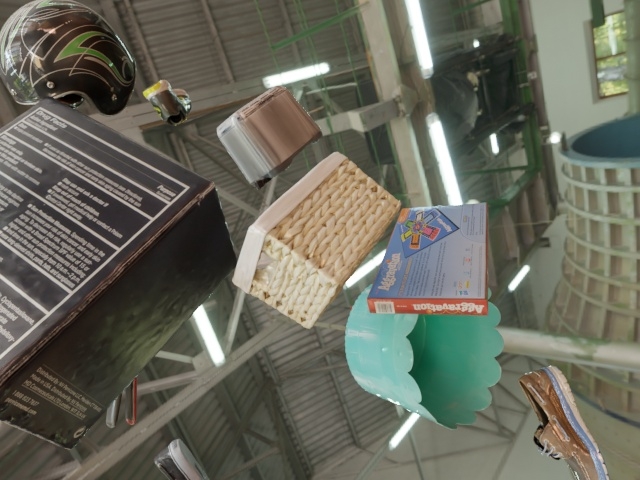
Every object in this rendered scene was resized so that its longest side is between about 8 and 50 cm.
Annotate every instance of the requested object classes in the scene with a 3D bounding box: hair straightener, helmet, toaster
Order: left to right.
[{"bbox_3d":[-0.378,-0.266,0.663,0.161,0.170,0.169,20,-106,-63],"label":"helmet"},{"bbox_3d":[-0.414,0.260,0.907,0.089,0.047,0.230,8,-97,-46],"label":"hair straightener"},{"bbox_3d":[-0.113,-0.219,0.945,0.146,0.129,0.227,53,-126,-15],"label":"toaster"}]

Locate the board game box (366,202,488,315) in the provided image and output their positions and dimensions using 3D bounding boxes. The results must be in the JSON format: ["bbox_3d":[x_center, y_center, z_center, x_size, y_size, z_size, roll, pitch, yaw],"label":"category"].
[{"bbox_3d":[0.170,0.016,0.659,0.281,0.145,0.027,-56,-41,-56],"label":"board game box"}]

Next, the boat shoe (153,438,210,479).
[{"bbox_3d":[-0.288,0.550,0.987,0.076,0.080,0.228,-31,-78,-13],"label":"boat shoe"}]

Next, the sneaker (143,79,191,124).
[{"bbox_3d":[-0.141,-0.124,0.427,0.035,0.031,0.083,64,-174,-6],"label":"sneaker"}]

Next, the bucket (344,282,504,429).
[{"bbox_3d":[0.194,0.191,0.850,0.281,0.183,0.281,1,-92,-38],"label":"bucket"}]

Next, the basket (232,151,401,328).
[{"bbox_3d":[0.000,0.000,0.497,0.103,0.113,0.167,37,-131,8],"label":"basket"}]

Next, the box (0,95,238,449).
[{"bbox_3d":[-0.310,0.021,0.536,0.294,0.296,0.182,-51,-22,-28],"label":"box"}]

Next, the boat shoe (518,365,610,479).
[{"bbox_3d":[0.334,0.274,0.629,0.066,0.066,0.183,72,-175,-56],"label":"boat shoe"}]
